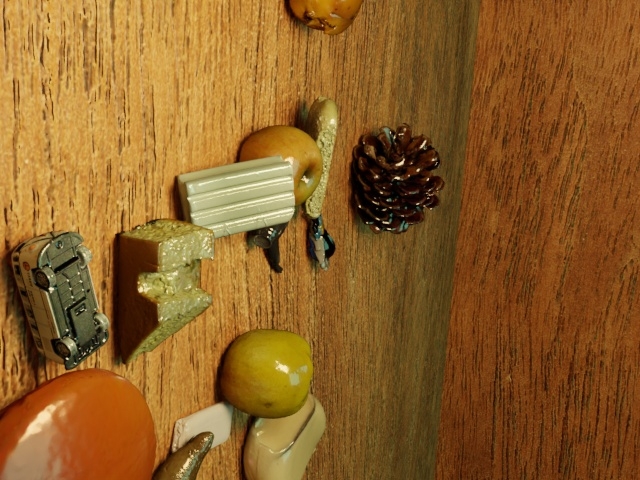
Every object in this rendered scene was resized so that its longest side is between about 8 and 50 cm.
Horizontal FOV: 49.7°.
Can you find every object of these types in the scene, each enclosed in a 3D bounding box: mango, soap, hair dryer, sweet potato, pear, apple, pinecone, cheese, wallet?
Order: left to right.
[{"bbox_3d":[-0.277,0.512,1.296,0.124,0.098,0.309,-8,110,-64],"label":"sweet potato"},{"bbox_3d":[-0.239,0.388,1.409,0.190,0.033,0.095,-8,105,-66],"label":"wallet"},{"bbox_3d":[-0.149,-0.077,1.253,0.198,0.066,0.119,-14,119,-21],"label":"soap"},{"bbox_3d":[-0.112,0.279,1.466,0.200,0.200,0.199,-36,131,-57],"label":"pear"},{"bbox_3d":[-0.097,-0.011,1.556,0.219,0.075,0.195,90,15,-45],"label":"hair dryer"},{"bbox_3d":[-0.084,-0.150,1.404,0.182,0.155,0.182,-41,145,-38],"label":"apple"},{"bbox_3d":[-0.084,0.495,1.681,0.266,0.127,0.233,-54,148,-40],"label":"cheese"},{"bbox_3d":[0.029,-0.573,1.481,0.201,0.153,0.287,55,49,-53],"label":"mango"},{"bbox_3d":[0.222,-0.182,1.944,0.298,0.242,0.295,-57,150,-32],"label":"pinecone"}]

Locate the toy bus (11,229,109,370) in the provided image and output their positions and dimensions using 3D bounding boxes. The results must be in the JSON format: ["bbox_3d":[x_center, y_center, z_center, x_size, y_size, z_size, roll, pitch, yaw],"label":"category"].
[{"bbox_3d":[-0.361,0.076,0.951,0.087,0.089,0.193,-45,138,-50],"label":"toy bus"}]

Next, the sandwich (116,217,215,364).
[{"bbox_3d":[-0.261,0.090,1.137,0.122,0.128,0.235,-14,111,-55],"label":"sandwich"}]

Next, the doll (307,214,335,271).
[{"bbox_3d":[0.000,0.000,1.741,0.096,0.070,0.195,-76,158,-54],"label":"doll"}]

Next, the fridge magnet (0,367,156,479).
[{"bbox_3d":[-0.368,0.355,0.962,0.363,0.155,0.363,-38,133,-56],"label":"fridge magnet"}]

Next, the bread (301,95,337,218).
[{"bbox_3d":[-0.012,-0.199,1.561,0.207,0.056,0.286,-103,-160,-57],"label":"bread"}]
